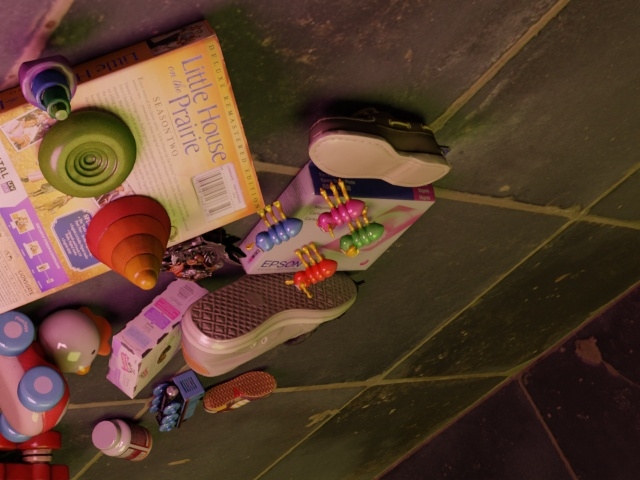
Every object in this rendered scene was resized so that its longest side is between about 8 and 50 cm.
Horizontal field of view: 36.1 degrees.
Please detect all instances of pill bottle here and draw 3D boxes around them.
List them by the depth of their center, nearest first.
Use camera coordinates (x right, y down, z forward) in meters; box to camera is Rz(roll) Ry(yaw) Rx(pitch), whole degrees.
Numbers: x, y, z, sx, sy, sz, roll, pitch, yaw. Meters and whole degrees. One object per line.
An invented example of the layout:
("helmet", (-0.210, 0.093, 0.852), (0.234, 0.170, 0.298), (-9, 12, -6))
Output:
("pill bottle", (-0.463, 0.463, 2.283), (0.086, 0.086, 0.152), (-31, 153, 8))

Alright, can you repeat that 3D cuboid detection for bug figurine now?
("bug figurine", (0.000, 0.000, 1.749), (0.216, 0.072, 0.279), (-30, 151, 7))

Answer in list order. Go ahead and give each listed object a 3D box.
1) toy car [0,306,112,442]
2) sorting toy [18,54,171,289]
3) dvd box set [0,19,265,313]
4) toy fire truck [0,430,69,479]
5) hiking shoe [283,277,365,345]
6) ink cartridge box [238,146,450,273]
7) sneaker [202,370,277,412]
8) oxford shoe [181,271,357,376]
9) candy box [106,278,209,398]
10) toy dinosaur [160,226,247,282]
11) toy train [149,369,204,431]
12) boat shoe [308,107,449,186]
("toy car", (-0.459, 0.208, 1.724), (0.238, 0.210, 0.219), (-24, 167, -35))
("sorting toy", (-0.277, -0.063, 1.255), (0.127, 0.126, 0.365), (-25, 133, -7))
("dvd box set", (-0.306, -0.094, 1.344), (0.421, 0.062, 0.307), (-23, 133, -9))
("toy fire truck", (-0.700, 0.496, 2.077), (0.254, 0.169, 0.302), (-11, 163, 28))
("hiking shoe", (0.004, 0.162, 2.173), (0.227, 0.086, 0.114), (-43, 146, 27))
("ink cartridge box", (0.056, -0.055, 1.852), (0.324, 0.071, 0.330), (0, 144, -42))
("sneaker", (-0.199, 0.372, 2.398), (0.186, 0.069, 0.084), (-13, 160, -13))
("oxford shoe", (-0.103, 0.140, 1.887), (0.449, 0.169, 0.130), (-21, 147, -47))
("candy box", (-0.305, 0.177, 1.836), (0.196, 0.070, 0.165), (-46, 168, -37))
("toy dinosaur", (-0.246, -0.001, 1.593), (0.218, 0.164, 0.322), (-21, 174, 22))
("toy train", (-0.330, 0.374, 2.260), (0.105, 0.080, 0.184), (-20, 153, -27))
("boat shoe", (0.093, -0.166, 1.653), (0.324, 0.096, 0.117), (7, 151, -45))
